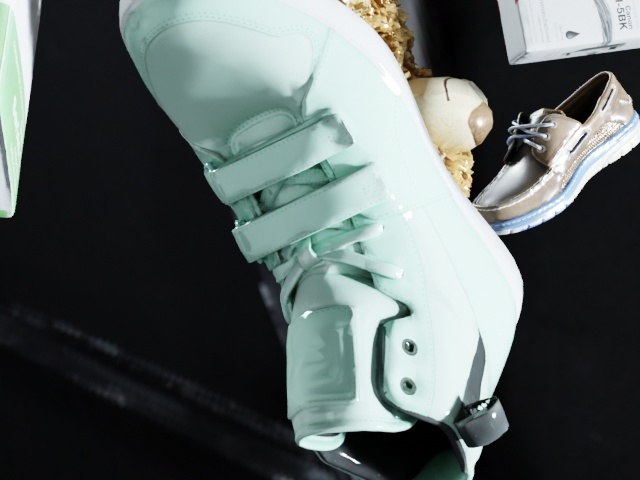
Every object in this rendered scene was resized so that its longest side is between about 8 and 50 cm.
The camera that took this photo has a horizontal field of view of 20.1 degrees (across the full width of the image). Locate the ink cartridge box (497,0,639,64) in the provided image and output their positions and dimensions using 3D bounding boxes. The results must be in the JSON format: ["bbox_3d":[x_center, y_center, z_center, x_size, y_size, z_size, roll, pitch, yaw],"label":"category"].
[{"bbox_3d":[0.233,-0.219,1.631,0.056,0.135,0.099,145,-65,-78],"label":"ink cartridge box"}]

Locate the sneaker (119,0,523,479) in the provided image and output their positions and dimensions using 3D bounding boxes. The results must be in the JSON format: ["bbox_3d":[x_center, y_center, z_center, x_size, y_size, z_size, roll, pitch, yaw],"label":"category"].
[{"bbox_3d":[0.001,0.000,0.767,0.094,0.151,0.256,-27,-60,30],"label":"sneaker"}]

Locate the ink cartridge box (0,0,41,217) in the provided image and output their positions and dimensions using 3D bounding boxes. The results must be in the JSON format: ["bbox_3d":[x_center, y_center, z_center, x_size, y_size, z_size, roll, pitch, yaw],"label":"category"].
[{"bbox_3d":[-0.264,-0.159,1.038,0.117,0.201,0.278,95,-3,-55],"label":"ink cartridge box"}]

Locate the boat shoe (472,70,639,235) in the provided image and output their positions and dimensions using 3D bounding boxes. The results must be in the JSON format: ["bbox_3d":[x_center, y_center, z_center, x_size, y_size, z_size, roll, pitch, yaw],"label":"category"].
[{"bbox_3d":[0.174,-0.070,1.395,0.066,0.183,0.066,4,-56,47],"label":"boat shoe"}]

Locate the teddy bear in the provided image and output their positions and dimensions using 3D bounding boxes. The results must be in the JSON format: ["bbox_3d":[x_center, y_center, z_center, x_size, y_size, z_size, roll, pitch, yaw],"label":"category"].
[{"bbox_3d":[0.003,-0.149,1.106,0.338,0.113,0.245,61,-3,21],"label":"teddy bear"}]
